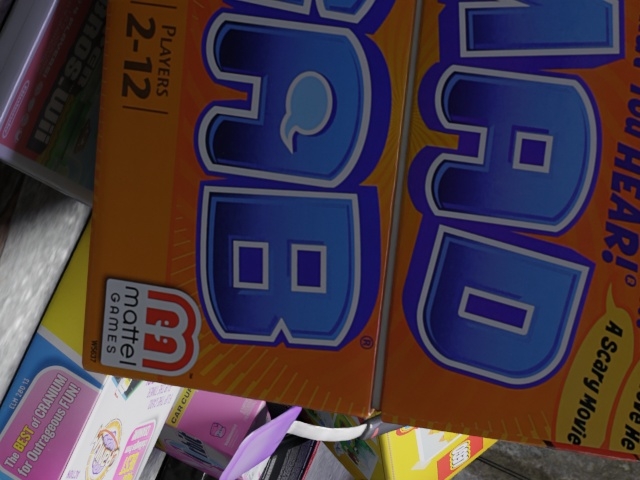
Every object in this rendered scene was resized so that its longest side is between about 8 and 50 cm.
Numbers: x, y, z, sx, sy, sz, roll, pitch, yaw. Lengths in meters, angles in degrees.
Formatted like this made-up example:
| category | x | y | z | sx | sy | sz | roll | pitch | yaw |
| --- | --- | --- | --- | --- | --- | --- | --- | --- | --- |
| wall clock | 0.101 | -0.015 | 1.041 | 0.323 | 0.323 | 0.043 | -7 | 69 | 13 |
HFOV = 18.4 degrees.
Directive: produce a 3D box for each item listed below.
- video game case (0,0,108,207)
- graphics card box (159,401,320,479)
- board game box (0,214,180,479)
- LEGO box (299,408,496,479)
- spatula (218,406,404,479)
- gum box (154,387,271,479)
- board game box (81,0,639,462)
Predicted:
| category | x | y | z | sx | sy | sz | roll | pitch | yaw |
| --- | --- | --- | --- | --- | --- | --- | --- | --- | --- |
| video game case | -0.136 | -0.130 | 1.254 | 0.285 | 0.025 | 0.204 | 39 | 75 | -80 |
| graphics card box | -0.108 | 0.301 | 2.169 | 0.233 | 0.094 | 0.371 | -66 | 171 | 5 |
| board game box | -0.144 | 0.059 | 1.526 | 0.317 | 0.064 | 0.242 | -65 | 170 | -5 |
| LEGO box | 0.145 | 0.023 | 2.037 | 0.372 | 0.193 | 0.500 | -37 | 154 | -14 |
| spatula | 0.018 | 0.176 | 1.845 | 0.296 | 0.030 | 0.084 | -7 | 140 | -43 |
| gum box | -0.106 | 0.174 | 1.855 | 0.062 | 0.107 | 0.188 | -63 | 169 | -16 |
| board game box | 0.085 | -0.104 | 1.246 | 0.356 | 0.356 | 0.356 | -42 | 139 | -72 |
